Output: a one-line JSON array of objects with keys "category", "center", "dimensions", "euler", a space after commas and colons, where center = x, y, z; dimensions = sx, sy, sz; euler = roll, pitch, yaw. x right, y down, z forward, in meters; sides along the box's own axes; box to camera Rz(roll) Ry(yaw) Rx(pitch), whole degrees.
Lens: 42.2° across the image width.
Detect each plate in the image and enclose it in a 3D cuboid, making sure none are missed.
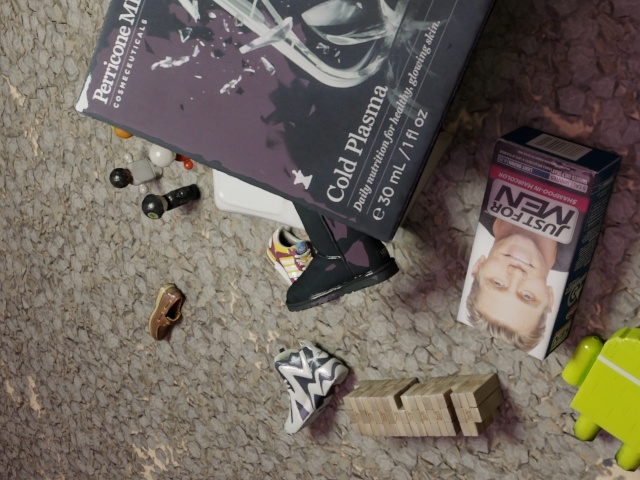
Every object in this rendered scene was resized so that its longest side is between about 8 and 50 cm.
[{"category": "plate", "center": [-0.142, -0.167, 1.755], "dimensions": [0.278, 0.045, 0.277], "euler": [13, 116, 35]}]

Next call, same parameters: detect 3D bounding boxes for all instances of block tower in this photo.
[{"category": "block tower", "center": [0.195, 0.330, 1.648], "dimensions": [0.335, 0.097, 0.091], "euler": [-12, 99, 44]}]

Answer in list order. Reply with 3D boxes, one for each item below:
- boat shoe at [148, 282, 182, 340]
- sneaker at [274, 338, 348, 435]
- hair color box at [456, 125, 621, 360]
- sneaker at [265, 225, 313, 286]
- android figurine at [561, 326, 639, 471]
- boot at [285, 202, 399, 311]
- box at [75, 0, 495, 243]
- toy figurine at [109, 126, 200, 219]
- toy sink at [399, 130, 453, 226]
[{"category": "boat shoe", "center": [-0.391, 0.192, 2.106], "dimensions": [0.060, 0.064, 0.178], "euler": [37, 126, 25]}, {"category": "sneaker", "center": [-0.051, 0.317, 1.851], "dimensions": [0.153, 0.094, 0.235], "euler": [44, 130, 19]}, {"category": "hair color box", "center": [0.352, 0.006, 1.368], "dimensions": [0.174, 0.105, 0.347], "euler": [25, 123, 31]}, {"category": "sneaker", "center": [-0.041, 0.050, 1.745], "dimensions": [0.185, 0.069, 0.084], "euler": [40, 135, 19]}, {"category": "android figurine", "center": [0.523, 0.252, 1.362], "dimensions": [0.248, 0.056, 0.273], "euler": [33, 127, 26]}, {"category": "boot", "center": [0.000, 0.000, 1.460], "dimensions": [0.246, 0.094, 0.207], "euler": [-23, 96, 37]}, {"category": "box", "center": [-0.014, -0.319, 1.184], "dimensions": [0.472, 0.297, 0.480], "euler": [23, 103, 5]}, {"category": "toy figurine", "center": [-0.379, -0.176, 1.879], "dimensions": [0.209, 0.148, 0.213], "euler": [34, 127, 25]}, {"category": "toy sink", "center": [0.104, -0.124, 1.491], "dimensions": [0.131, 0.153, 0.234], "euler": [43, 131, 19]}]
